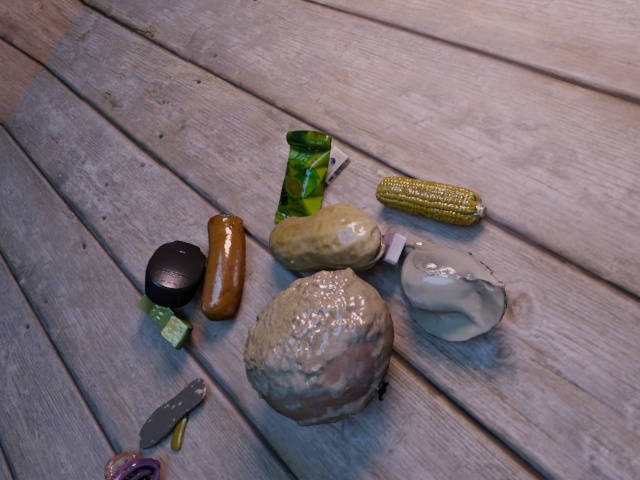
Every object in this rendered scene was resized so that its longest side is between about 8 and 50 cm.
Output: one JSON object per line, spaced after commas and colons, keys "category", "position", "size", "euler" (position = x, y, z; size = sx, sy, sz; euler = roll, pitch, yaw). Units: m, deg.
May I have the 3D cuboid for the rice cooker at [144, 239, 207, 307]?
{"category": "rice cooker", "position": [-0.368, 0.083, 1.072], "size": [0.203, 0.142, 0.118], "euler": [-87, 18, -60]}

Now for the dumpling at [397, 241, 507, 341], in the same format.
{"category": "dumpling", "position": [0.224, 0.099, 0.799], "size": [0.247, 0.142, 0.172], "euler": [32, 118, 48]}

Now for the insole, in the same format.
{"category": "insole", "position": [-0.368, 0.429, 1.043], "size": [0.248, 0.011, 0.081], "euler": [-41, 46, 12]}

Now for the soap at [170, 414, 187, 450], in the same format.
{"category": "soap", "position": [-0.345, 0.464, 1.026], "size": [0.034, 0.012, 0.089], "euler": [2, 74, 31]}

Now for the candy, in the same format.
{"category": "candy", "position": [-0.042, -0.143, 1.036], "size": [0.149, 0.069, 0.246], "euler": [18, 100, 38]}

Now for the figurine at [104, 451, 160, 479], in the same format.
{"category": "figurine", "position": [-0.453, 0.568, 1.002], "size": [0.157, 0.126, 0.114], "euler": [-20, 106, 46]}

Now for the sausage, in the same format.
{"category": "sausage", "position": [-0.240, 0.067, 1.058], "size": [0.109, 0.109, 0.270], "euler": [-8, 70, 25]}

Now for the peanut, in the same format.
{"category": "peanut", "position": [0.000, 0.000, 0.918], "size": [0.313, 0.149, 0.149], "euler": [-10, 68, 43]}

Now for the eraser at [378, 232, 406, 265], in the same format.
{"category": "eraser", "position": [0.140, 0.019, 0.880], "size": [0.026, 0.105, 0.065], "euler": [22, 85, -8]}

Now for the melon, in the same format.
{"category": "melon", "position": [-0.400, 0.199, 1.086], "size": [0.210, 0.118, 0.064], "euler": [36, 78, 19]}

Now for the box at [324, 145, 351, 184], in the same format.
{"category": "box", "position": [0.028, -0.187, 1.049], "size": [0.083, 0.024, 0.054], "euler": [-47, 57, 7]}

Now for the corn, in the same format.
{"category": "corn", "position": [0.225, -0.086, 0.884], "size": [0.238, 0.080, 0.080], "euler": [16, 81, 29]}

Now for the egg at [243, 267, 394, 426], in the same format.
{"category": "egg", "position": [0.000, 0.203, 0.800], "size": [0.310, 0.279, 0.279], "euler": [-50, 59, 8]}
